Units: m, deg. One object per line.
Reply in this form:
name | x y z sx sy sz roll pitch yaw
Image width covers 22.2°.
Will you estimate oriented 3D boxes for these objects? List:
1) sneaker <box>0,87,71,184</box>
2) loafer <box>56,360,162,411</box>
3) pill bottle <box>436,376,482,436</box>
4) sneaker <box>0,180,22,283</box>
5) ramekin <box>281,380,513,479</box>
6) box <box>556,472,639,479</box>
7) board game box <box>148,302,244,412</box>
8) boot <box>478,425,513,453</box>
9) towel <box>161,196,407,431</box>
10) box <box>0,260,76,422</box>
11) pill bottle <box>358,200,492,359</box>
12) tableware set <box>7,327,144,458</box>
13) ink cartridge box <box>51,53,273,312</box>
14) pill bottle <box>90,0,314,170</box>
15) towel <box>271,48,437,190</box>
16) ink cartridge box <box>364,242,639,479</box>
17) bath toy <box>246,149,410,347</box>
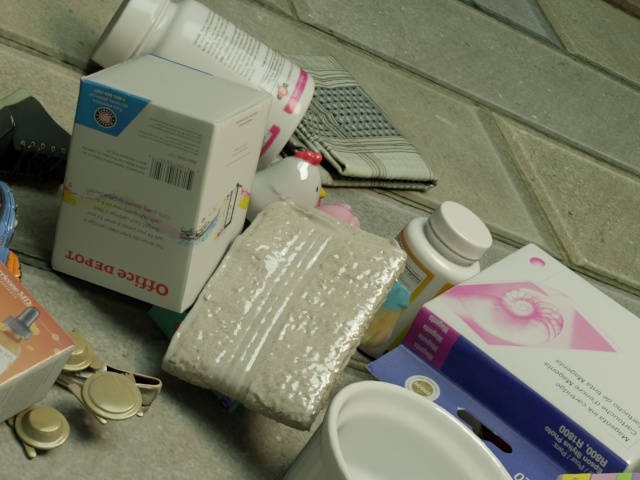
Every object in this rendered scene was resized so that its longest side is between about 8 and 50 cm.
sneaker | -0.348 -0.104 1.912 0.118 0.083 0.222 38 26 -4
loafer | -0.228 0.143 1.730 0.125 0.039 0.045 24 30 -28
pill bottle | 0.172 0.172 2.077 0.112 0.112 0.186 37 38 -5
sneaker | -0.372 -0.001 1.732 0.087 0.083 0.221 15 32 -26
ramekin | 0.086 0.299 1.781 0.277 0.135 0.277 31 28 -18
box | 0.327 0.408 1.753 0.243 0.117 0.213 54 46 -30
board game box | -0.085 0.115 1.946 0.160 0.047 0.210 48 28 18
boot | 0.294 0.279 2.031 0.088 0.176 0.244 14 35 -40
towel | -0.035 0.075 1.853 0.187 0.049 0.282 22 54 13
box | -0.344 0.111 1.549 0.130 0.091 0.170 45 38 12
pill bottle | 0.127 0.052 2.124 0.117 0.215 0.117 30 28 -18
tableware set | -0.270 0.146 1.659 0.169 0.020 0.141 -14 54 -39
ink cartridge box | -0.181 -0.068 1.857 0.171 0.232 0.168 20 22 14
pill bottle | -0.164 -0.233 2.259 0.283 0.160 0.160 32 27 -14
towel | 0.008 -0.200 2.543 0.324 0.056 0.312 -1 47 -51
ink cartridge box | 0.280 0.163 1.982 0.324 0.071 0.330 37 41 25
bath toy | 0.000 0.000 2.074 0.151 0.129 0.348 36 14 -35
